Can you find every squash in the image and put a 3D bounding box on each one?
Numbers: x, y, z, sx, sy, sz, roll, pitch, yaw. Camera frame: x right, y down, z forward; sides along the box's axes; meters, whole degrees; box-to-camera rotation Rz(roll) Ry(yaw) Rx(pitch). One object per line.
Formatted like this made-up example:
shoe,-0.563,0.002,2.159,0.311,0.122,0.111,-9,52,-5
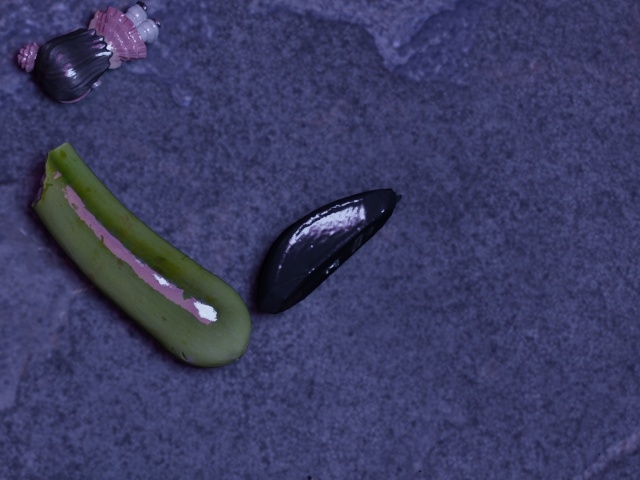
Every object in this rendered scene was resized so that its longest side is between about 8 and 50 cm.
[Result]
squash,-0.163,0.021,1.595,0.250,0.083,0.083,43,72,-2

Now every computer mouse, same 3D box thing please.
computer mouse,0.000,0.000,1.634,0.172,0.099,0.057,-40,78,-14

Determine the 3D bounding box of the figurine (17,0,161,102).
figurine,-0.210,-0.179,1.627,0.129,0.054,0.072,-36,87,-21
